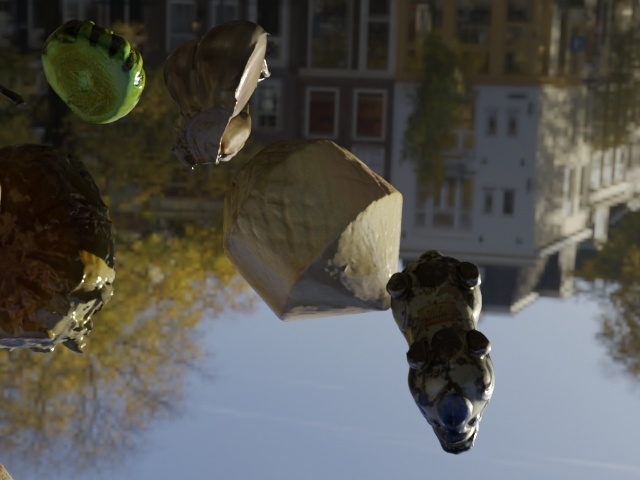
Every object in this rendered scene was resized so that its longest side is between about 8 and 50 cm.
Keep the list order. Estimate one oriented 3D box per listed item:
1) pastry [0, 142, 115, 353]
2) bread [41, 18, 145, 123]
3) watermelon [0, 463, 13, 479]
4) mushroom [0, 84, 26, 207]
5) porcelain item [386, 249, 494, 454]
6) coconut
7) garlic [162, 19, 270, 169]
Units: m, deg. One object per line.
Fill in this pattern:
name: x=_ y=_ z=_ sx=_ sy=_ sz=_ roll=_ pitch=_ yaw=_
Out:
pastry: x=-0.449 y=0.016 z=1.748 sx=0.329 sy=0.330 sz=0.136 roll=6 pitch=174 yaw=23
bread: x=-0.294 y=-0.222 z=1.542 sx=0.139 sy=0.130 sz=0.071 roll=34 pitch=-140 yaw=-14
watermelon: x=-0.507 y=0.221 z=1.409 sx=0.303 sy=0.128 sz=0.159 roll=42 pitch=-123 yaw=19
mushroom: x=-0.471 y=-0.099 z=1.296 sx=0.362 sy=0.362 sz=0.294 roll=11 pitch=-146 yaw=43
porcelain item: x=0.184 y=0.157 z=1.732 sx=0.138 sy=0.186 sz=0.288 roll=-12 pitch=-137 yaw=4
coconut: x=0.000 y=0.000 z=1.938 sx=0.328 sy=0.329 sz=0.329 roll=2 pitch=-170 yaw=0
garlic: x=-0.169 y=-0.272 z=2.146 sx=0.210 sy=0.237 sz=0.292 roll=-11 pitch=-141 yaw=27
